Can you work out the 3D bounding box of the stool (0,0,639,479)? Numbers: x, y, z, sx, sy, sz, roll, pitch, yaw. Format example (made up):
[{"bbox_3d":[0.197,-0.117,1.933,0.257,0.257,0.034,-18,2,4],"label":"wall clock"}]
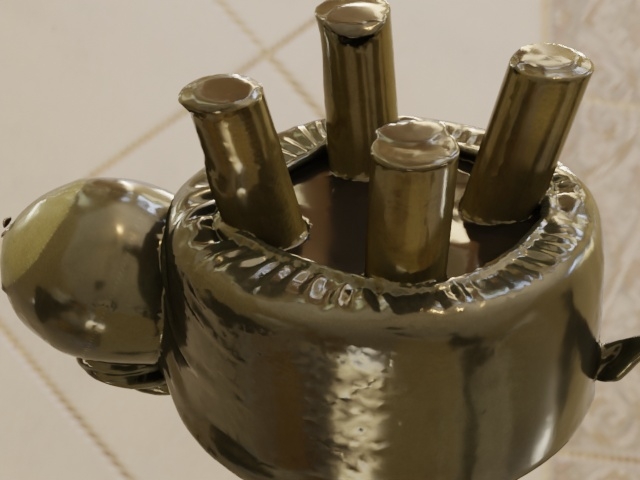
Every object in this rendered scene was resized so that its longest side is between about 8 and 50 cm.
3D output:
[{"bbox_3d":[-0.001,0.005,0.657,0.228,0.139,0.153,-5,31,-6],"label":"stool"}]
